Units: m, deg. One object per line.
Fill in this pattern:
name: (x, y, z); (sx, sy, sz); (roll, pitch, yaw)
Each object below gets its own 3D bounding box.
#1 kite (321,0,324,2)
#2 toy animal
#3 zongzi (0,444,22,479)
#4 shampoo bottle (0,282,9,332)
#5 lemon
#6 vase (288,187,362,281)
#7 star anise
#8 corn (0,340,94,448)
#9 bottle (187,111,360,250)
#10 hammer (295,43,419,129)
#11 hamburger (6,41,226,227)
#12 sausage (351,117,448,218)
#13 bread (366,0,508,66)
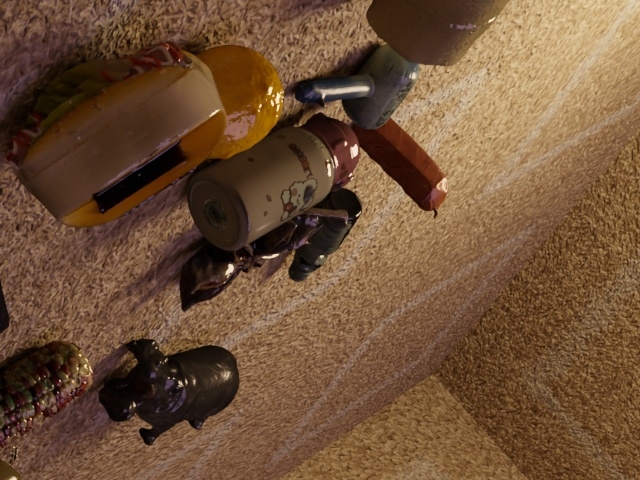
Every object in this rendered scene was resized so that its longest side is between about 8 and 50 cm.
kite: (0.048, -0.312, 1.823); (0.139, 0.011, 0.157); (-44, 165, 22)
toy animal: (-0.235, 0.228, 2.497); (0.168, 0.106, 0.343); (-44, 163, 11)
zongzi: (-0.475, 0.333, 2.240); (0.189, 0.081, 0.178); (-43, 157, -21)
shampoo bottle: (-0.375, 0.065, 1.689); (0.098, 0.071, 0.309); (-40, 168, -19)
lemon: (-0.107, -0.140, 1.704); (0.155, 0.114, 0.114); (-29, 162, -21)
vase: (0.000, 0.000, 2.531); (0.060, 0.060, 0.211); (-31, 164, -37)
star anise: (-0.091, 0.005, 2.251); (0.262, 0.081, 0.230); (-31, 166, 1)
corn: (-0.396, 0.212, 2.044); (0.253, 0.086, 0.086); (-35, 165, -26)
bottle: (-0.048, -0.080, 2.052); (0.233, 0.110, 0.110); (-30, 162, -38)
hammer: (0.036, -0.188, 2.071); (0.194, 0.069, 0.116); (-12, 149, -48)
hamburger: (-0.191, -0.103, 1.569); (0.210, 0.116, 0.173); (-34, 167, -2)
sausage: (0.116, -0.107, 2.292); (0.065, 0.169, 0.065); (-42, 168, -11)
bread: (0.144, -0.287, 1.889); (0.148, 0.134, 0.141); (-36, 166, -41)
